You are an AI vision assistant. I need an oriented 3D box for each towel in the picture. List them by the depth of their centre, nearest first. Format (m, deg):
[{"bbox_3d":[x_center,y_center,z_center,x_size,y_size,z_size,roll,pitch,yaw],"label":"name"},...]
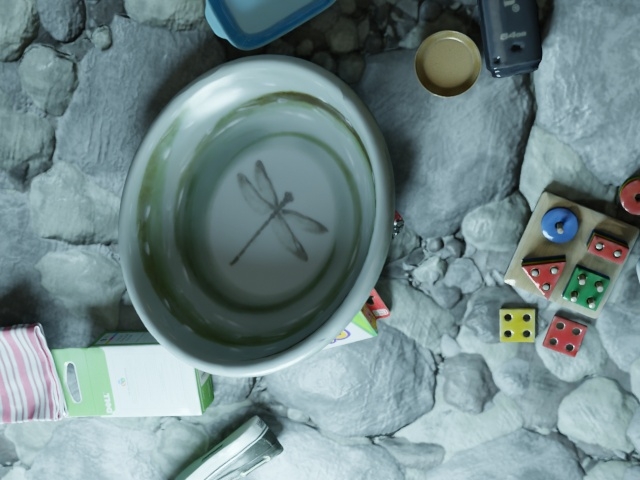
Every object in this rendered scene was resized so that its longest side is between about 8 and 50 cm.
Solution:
[{"bbox_3d":[-0.451,0.195,1.518,0.197,0.029,0.144,-10,100,32],"label":"towel"}]

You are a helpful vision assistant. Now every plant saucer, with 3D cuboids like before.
[{"bbox_3d":[0.159,-0.221,1.326,0.083,0.015,0.083,3,106,9],"label":"plant saucer"},{"bbox_3d":[-0.072,-0.027,1.331,0.401,0.100,0.400,-6,78,29],"label":"plant saucer"}]

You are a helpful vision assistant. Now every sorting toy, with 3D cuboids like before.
[{"bbox_3d":[0.316,0.031,1.355,0.132,0.046,0.274,23,109,3],"label":"sorting toy"}]

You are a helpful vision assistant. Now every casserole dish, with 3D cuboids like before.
[{"bbox_3d":[-0.057,-0.317,1.326,0.188,0.037,0.114,-27,99,16],"label":"casserole dish"}]

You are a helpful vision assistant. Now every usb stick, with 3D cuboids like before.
[{"bbox_3d":[0.215,-0.335,1.260,0.077,0.045,0.278,-14,105,-15],"label":"usb stick"}]

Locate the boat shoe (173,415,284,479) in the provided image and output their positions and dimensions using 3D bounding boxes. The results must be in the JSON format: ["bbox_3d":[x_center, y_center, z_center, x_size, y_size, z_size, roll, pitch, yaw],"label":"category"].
[{"bbox_3d":[-0.149,0.340,1.512,0.219,0.078,0.070,-39,95,16],"label":"boat shoe"}]

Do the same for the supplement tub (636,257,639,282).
[{"bbox_3d":[0.561,0.057,1.234,0.338,0.207,0.207,-22,101,15],"label":"supplement tub"}]

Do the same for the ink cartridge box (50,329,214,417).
[{"bbox_3d":[-0.263,0.187,1.495,0.209,0.062,0.109,-4,106,13],"label":"ink cartridge box"}]

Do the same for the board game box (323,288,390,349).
[{"bbox_3d":[-0.043,0.114,1.415,0.260,0.039,0.124,-18,143,13],"label":"board game box"}]

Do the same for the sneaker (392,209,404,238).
[{"bbox_3d":[0.000,0.000,1.394,0.225,0.088,0.092,-33,76,18],"label":"sneaker"}]
